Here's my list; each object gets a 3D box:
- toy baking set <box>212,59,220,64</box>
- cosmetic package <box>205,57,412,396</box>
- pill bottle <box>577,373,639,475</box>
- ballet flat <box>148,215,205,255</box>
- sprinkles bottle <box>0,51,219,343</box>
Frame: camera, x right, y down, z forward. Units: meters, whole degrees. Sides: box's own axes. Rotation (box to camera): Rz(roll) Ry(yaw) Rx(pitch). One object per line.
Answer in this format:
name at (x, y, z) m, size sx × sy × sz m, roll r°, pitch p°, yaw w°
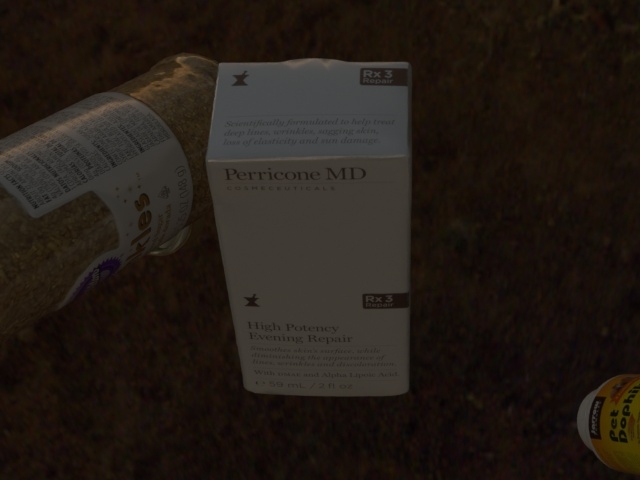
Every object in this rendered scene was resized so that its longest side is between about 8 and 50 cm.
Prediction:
toy baking set at (-0.163, -0.126, 1.688) m, size 0.197 × 0.030 × 0.256 m, roll -45°, pitch 84°, yaw 19°
cosmetic package at (0.000, 0.000, 0.785) m, size 0.117 × 0.231 × 0.085 m, roll -1°, pitch 51°, yaw 5°
pill bottle at (0.380, 0.210, 1.433) m, size 0.117 × 0.215 × 0.117 m, roll 2°, pitch 84°, yaw -18°
ballet flat at (-0.205, -0.012, 1.370) m, size 0.232 × 0.080 × 0.073 m, roll 5°, pitch 24°, yaw -44°
sprinkles bottle at (-0.183, -0.015, 0.829) m, size 0.121 × 0.121 × 0.355 m, roll 29°, pitch 40°, yaw 22°
